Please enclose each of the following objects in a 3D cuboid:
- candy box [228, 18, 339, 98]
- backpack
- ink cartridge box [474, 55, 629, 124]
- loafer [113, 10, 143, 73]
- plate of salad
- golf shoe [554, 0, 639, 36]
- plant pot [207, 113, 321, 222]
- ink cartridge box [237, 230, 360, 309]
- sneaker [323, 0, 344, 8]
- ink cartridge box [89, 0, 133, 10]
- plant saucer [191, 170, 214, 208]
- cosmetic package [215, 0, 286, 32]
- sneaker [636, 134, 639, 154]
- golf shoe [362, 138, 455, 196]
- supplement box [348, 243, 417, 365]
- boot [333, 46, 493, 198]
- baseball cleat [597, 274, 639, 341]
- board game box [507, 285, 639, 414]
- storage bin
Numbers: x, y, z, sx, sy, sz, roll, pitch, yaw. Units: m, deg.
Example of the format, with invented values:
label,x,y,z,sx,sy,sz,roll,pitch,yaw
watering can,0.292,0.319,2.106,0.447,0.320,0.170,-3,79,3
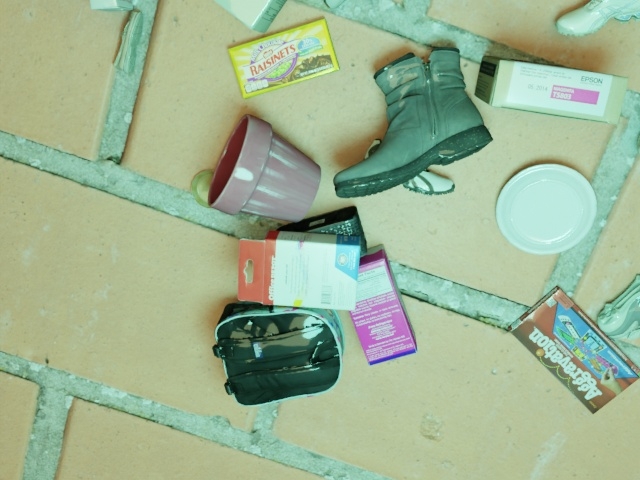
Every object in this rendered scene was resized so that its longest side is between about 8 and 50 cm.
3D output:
label,x,y,z,sx,sy,sz,roll,pitch,yaw
candy box,-0.074,-0.364,1.393,0.205,0.027,0.105,-16,101,7
backpack,-0.073,0.223,1.473,0.253,0.191,0.225,-9,108,13
ink cartridge box,0.424,-0.286,1.299,0.234,0.193,0.088,9,106,0
loafer,-0.390,-0.402,1.395,0.039,0.045,0.125,19,109,5
plate of salad,0.466,-0.065,1.435,0.199,0.048,0.200,4,114,10
golf shoe,0.527,-0.444,1.299,0.176,0.069,0.086,-18,140,1
plant pot,-0.105,-0.127,1.386,0.180,0.201,0.201,22,106,-19
ink cartridge box,-0.041,0.056,1.354,0.230,0.078,0.134,5,106,2
sneaker,0.123,-0.516,1.306,0.262,0.099,0.121,-39,104,14
ink cartridge box,-0.412,-0.514,1.334,0.056,0.099,0.135,-5,105,5
plant saucer,-0.234,-0.110,1.481,0.083,0.015,0.084,1,106,3
cosmetic package,-0.081,-0.547,1.280,0.129,0.153,0.296,36,103,-5
sneaker,0.769,-0.269,1.314,0.148,0.131,0.350,40,104,-3
golf shoe,0.186,-0.149,1.413,0.198,0.077,0.094,14,106,-2
supplement box,0.120,0.136,1.479,0.113,0.111,0.220,-17,103,9
boot,0.147,-0.229,1.343,0.338,0.118,0.223,-22,85,-13
baseball cleat,0.689,0.134,1.476,0.206,0.072,0.109,-40,116,15
board game box,0.562,0.244,1.526,0.281,0.027,0.145,44,105,-9
storage bin,0.000,0.000,1.441,0.180,0.122,0.084,-16,104,8
